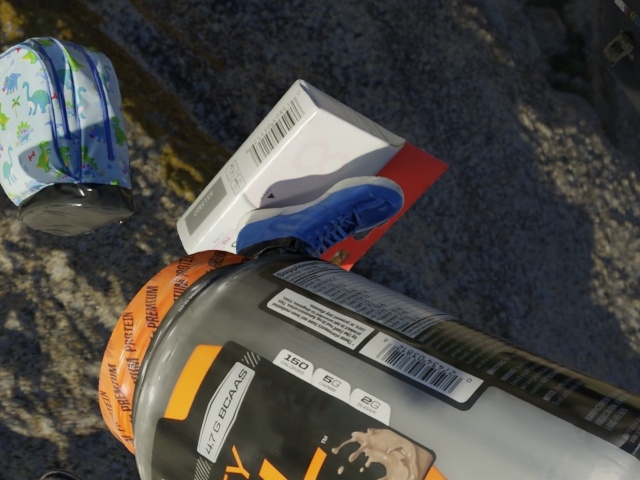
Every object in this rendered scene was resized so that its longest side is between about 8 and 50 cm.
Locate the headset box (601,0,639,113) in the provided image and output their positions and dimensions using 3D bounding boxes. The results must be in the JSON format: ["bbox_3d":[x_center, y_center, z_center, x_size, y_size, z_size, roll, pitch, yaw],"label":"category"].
[{"bbox_3d":[0.426,-0.213,0.765,0.246,0.283,0.131,-82,164,-60],"label":"headset box"}]

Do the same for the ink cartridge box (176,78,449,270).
[{"bbox_3d":[0.008,-0.033,0.765,0.232,0.189,0.066,24,29,-39],"label":"ink cartridge box"}]

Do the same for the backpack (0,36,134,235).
[{"bbox_3d":[-0.500,-0.212,1.515,0.273,0.290,0.355,18,71,-42],"label":"backpack"}]

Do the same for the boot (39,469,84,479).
[{"bbox_3d":[-0.407,0.471,1.189,0.263,0.091,0.229,53,7,19],"label":"boot"}]

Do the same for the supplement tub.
[{"bbox_3d":[0.029,0.135,0.494,0.207,0.338,0.207,-30,131,-42],"label":"supplement tub"}]

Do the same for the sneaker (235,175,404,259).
[{"bbox_3d":[0.000,0.001,0.661,0.084,0.152,0.058,-94,167,-47],"label":"sneaker"}]
